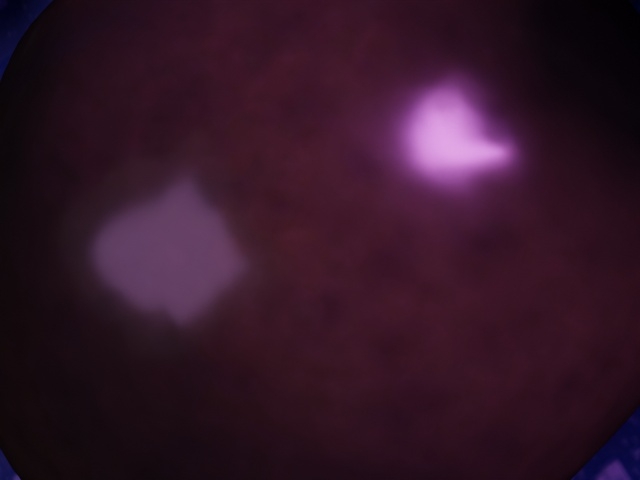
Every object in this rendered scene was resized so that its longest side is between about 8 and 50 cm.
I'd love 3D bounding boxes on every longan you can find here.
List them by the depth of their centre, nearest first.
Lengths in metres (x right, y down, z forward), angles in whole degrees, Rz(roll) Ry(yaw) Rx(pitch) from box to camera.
[{"bbox_3d":[0.000,0.000,0.668,0.319,0.319,0.319,8,102,42],"label":"longan"}]
